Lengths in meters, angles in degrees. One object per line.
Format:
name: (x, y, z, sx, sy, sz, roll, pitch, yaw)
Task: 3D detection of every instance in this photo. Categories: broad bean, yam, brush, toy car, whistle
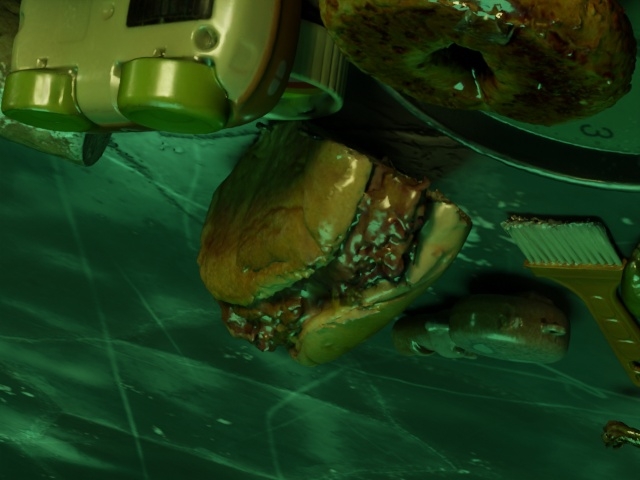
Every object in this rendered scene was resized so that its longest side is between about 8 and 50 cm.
broad bean: (0.317, 0.079, 1.457, 0.256, 0.053, 0.052, 39, -172, -35)
yam: (-0.239, -0.131, 1.342, 0.194, 0.107, 0.107, 23, 156, -11)
brush: (0.247, 0.062, 1.512, 0.090, 0.017, 0.314, 4, 153, 31)
toy car: (-0.086, -0.130, 1.223, 0.235, 0.145, 0.235, 9, 170, 2)
whistle: (0.143, 0.079, 1.578, 0.107, 0.057, 0.220, 17, 165, -32)

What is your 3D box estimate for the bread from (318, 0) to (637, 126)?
bread: (0.089, -0.126, 1.012, 0.193, 0.064, 0.193, 16, 162, 5)

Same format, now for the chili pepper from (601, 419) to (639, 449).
chili pepper: (0.443, 0.256, 1.672, 0.387, 0.110, 0.110, 25, 156, -17)

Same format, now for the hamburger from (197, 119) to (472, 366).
hamburger: (0.000, 0.000, 1.384, 0.155, 0.245, 0.282, 22, -159, -18)

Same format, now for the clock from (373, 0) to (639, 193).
clock: (0.166, -0.133, 1.090, 0.318, 0.066, 0.319, 15, 155, 7)
